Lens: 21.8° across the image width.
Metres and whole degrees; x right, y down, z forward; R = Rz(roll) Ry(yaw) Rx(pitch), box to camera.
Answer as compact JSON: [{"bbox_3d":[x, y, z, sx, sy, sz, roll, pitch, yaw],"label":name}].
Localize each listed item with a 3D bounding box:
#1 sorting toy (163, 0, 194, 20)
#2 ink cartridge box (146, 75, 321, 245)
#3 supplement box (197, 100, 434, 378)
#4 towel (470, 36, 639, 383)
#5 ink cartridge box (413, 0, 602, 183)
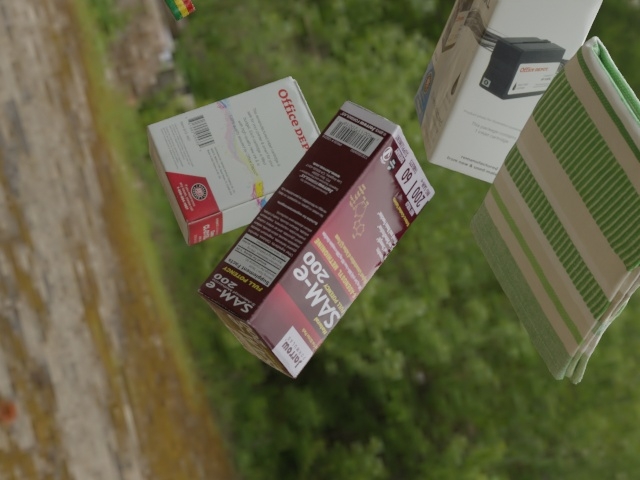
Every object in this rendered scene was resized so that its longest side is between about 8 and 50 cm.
[{"bbox_3d":[-0.210,-0.370,1.772,0.274,0.046,0.132,60,-3,-35],"label":"sorting toy"},{"bbox_3d":[-0.088,-0.088,1.835,0.072,0.175,0.127,98,-30,-67],"label":"ink cartridge box"},{"bbox_3d":[0.000,0.000,1.602,0.073,0.239,0.130,30,-14,33],"label":"supplement box"},{"bbox_3d":[0.278,-0.027,1.796,0.248,0.038,0.325,63,-32,31],"label":"towel"},{"bbox_3d":[0.238,-0.254,2.104,0.223,0.129,0.307,-93,-157,-64],"label":"ink cartridge box"}]
